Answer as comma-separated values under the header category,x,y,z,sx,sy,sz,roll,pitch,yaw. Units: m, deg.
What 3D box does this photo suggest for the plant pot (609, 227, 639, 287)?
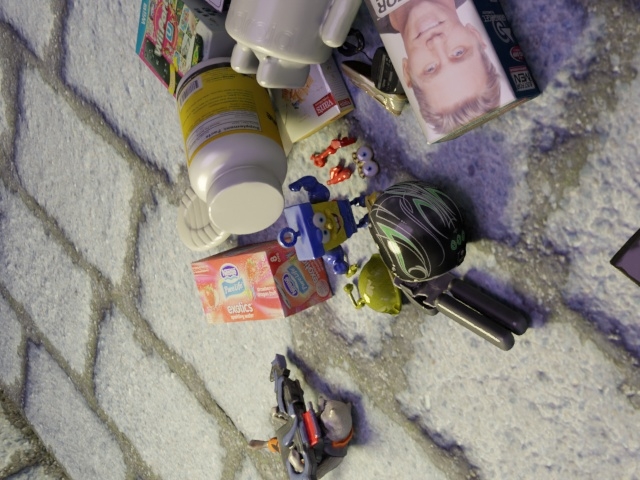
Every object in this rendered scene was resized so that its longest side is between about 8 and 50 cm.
category,x,y,z,sx,sy,sz,roll,pitch,yaw
plant pot,0.541,0.010,1.344,0.188,0.187,0.167,44,123,28

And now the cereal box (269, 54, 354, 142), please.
category,x,y,z,sx,sy,sz,roll,pitch,yaw
cereal box,-0.042,-0.332,1.963,0.173,0.047,0.240,-27,86,52

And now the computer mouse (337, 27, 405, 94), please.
category,x,y,z,sx,sy,sz,roll,pitch,yaw
computer mouse,0.097,-0.318,1.756,0.242,0.041,0.071,48,137,49

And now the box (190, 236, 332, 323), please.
category,x,y,z,sx,sy,sz,roll,pitch,yaw
box,-0.134,0.085,2.184,0.300,0.142,0.154,-8,99,51

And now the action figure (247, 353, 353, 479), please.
category,x,y,z,sx,sy,sz,roll,pitch,yaw
action figure,-0.036,0.435,2.266,0.330,0.178,0.341,-46,43,42

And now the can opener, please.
category,x,y,z,sx,sy,sz,roll,pitch,yaw
can opener,0.252,0.119,1.826,0.283,0.076,0.095,32,161,37

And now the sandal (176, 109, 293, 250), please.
category,x,y,z,sx,sy,sz,roll,pitch,yaw
sandal,-0.169,-0.110,2.167,0.416,0.102,0.169,-43,56,36

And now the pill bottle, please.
category,x,y,z,sx,sy,sz,roll,pitch,yaw
pill bottle,-0.167,-0.181,1.923,0.188,0.187,0.334,116,149,-43

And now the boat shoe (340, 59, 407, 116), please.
category,x,y,z,sx,sy,sz,roll,pitch,yaw
boat shoe,0.094,-0.281,1.825,0.153,0.056,0.048,34,126,26

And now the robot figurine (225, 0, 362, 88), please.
category,x,y,z,sx,sy,sz,roll,pitch,yaw
robot figurine,-0.046,-0.448,1.766,0.300,0.199,0.354,30,114,30

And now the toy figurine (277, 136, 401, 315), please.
category,x,y,z,sx,sy,sz,roll,pitch,yaw
toy figurine,0.000,0.000,1.925,0.191,0.217,0.363,-7,99,51

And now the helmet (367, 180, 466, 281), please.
category,x,y,z,sx,sy,sz,roll,pitch,yaw
helmet,0.170,-0.025,1.766,0.169,0.169,0.162,-1,122,50

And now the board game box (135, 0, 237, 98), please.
category,x,y,z,sx,sy,sz,roll,pitch,yaw
board game box,-0.278,-0.422,2.130,0.303,0.097,0.224,49,138,37

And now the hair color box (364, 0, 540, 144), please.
category,x,y,z,sx,sy,sz,roll,pitch,yaw
hair color box,0.193,-0.349,1.605,0.174,0.105,0.347,-26,86,35

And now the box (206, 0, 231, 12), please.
category,x,y,z,sx,sy,sz,roll,pitch,yaw
box,-0.188,-0.620,1.972,0.169,0.087,0.290,42,134,30
